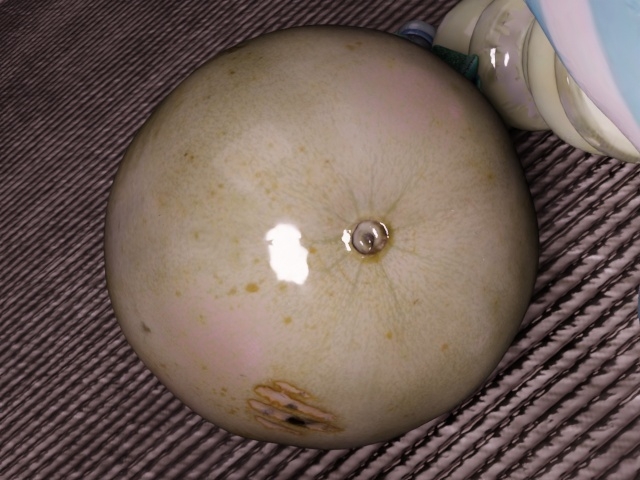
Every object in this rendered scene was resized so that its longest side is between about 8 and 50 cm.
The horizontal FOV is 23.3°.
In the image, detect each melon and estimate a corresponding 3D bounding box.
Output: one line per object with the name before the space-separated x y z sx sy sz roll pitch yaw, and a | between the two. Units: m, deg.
melon | 0.000 0.000 0.975 0.268 0.268 0.330 -45 6 -9

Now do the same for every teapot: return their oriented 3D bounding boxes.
teapot | 0.080 -0.152 1.335 0.063 0.049 0.083 -16 35 40

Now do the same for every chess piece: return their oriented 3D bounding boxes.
chess piece | 0.166 -0.133 1.115 0.144 0.144 0.251 -47 23 -13

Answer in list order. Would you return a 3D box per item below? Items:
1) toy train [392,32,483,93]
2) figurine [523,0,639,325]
toy train | 0.071 -0.079 1.134 0.099 0.172 0.070 23 59 17
figurine | 0.150 -0.086 0.637 0.361 0.378 0.266 -71 22 10
